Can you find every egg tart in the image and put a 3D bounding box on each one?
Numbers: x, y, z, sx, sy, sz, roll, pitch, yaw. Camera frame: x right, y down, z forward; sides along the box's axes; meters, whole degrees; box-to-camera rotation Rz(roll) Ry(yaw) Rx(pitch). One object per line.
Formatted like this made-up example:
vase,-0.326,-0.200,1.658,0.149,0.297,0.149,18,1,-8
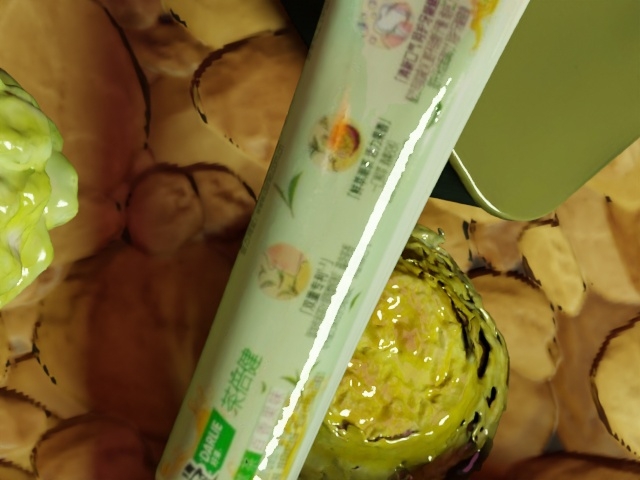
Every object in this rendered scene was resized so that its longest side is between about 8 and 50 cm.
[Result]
egg tart,0.021,0.046,0.801,0.130,0.052,0.130,3,77,-12

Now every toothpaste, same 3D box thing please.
toothpaste,0.000,0.000,0.733,0.058,0.056,0.314,11,106,-48

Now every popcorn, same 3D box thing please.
popcorn,-0.165,-0.030,0.728,0.145,0.125,0.126,50,61,-15

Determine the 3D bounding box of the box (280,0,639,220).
box,0.058,-0.121,0.796,0.144,0.090,0.201,-40,112,-18
